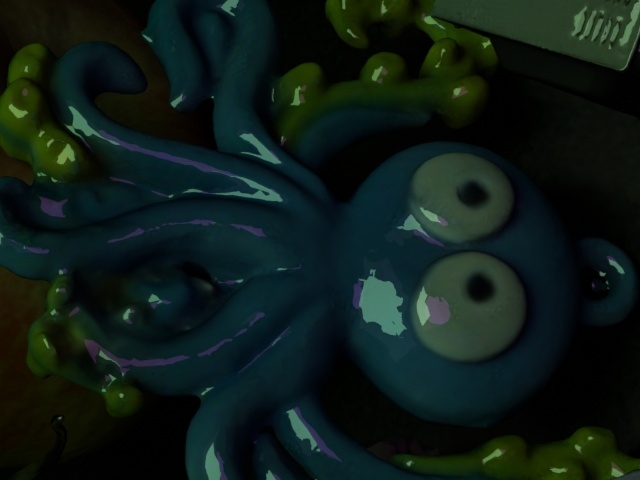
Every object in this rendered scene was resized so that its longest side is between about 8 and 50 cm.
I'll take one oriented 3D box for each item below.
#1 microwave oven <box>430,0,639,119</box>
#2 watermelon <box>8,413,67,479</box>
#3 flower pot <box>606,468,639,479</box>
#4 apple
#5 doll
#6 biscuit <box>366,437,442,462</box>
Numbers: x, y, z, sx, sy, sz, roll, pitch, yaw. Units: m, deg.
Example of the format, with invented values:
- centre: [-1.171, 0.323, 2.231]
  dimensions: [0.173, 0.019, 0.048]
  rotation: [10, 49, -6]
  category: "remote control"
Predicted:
- centre: [0.175, -0.132, 0.885]
  dimensions: [0.129, 0.205, 0.163]
  rotation: [21, 97, 40]
  category: "microwave oven"
- centre: [-0.083, 0.224, 0.978]
  dimensions: [0.232, 0.127, 0.204]
  rotation: [53, 129, 21]
  category: "watermelon"
- centre: [0.211, 0.219, 0.771]
  dimensions: [0.265, 0.243, 0.265]
  rotation: [-6, 81, 39]
  category: "flower pot"
- centre: [-0.201, 0.000, 1.124]
  dimensions: [0.301, 0.301, 0.301]
  rotation: [-8, 77, 38]
  category: "apple"
- centre: [0.000, 0.000, 0.967]
  dimensions: [0.099, 0.341, 0.346]
  rotation: [121, 150, -59]
  category: "doll"
- centre: [-0.045, 0.299, 1.074]
  dimensions: [0.426, 0.078, 0.144]
  rotation: [-51, 56, 22]
  category: "biscuit"
